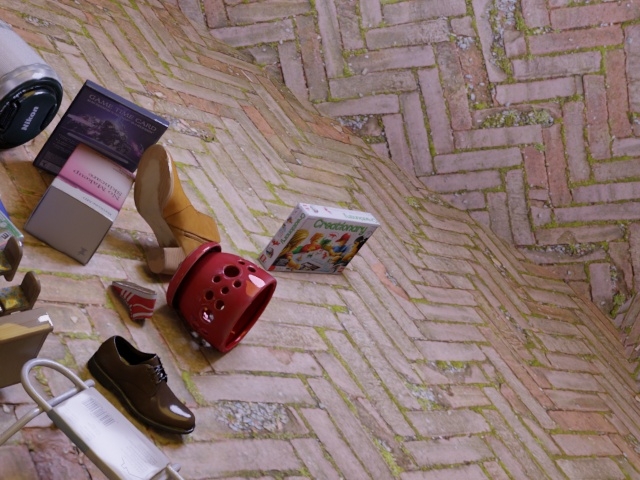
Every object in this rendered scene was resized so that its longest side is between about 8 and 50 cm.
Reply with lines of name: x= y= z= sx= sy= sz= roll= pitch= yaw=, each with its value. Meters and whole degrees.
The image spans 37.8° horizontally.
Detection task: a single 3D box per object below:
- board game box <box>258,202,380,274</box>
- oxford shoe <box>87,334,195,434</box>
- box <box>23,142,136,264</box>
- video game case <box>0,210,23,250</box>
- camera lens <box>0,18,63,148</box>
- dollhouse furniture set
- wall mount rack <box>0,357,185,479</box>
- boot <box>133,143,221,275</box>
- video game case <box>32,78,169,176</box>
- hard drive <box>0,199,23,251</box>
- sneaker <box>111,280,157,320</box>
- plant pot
board game box: x=0.000 y=0.000 z=2.437 sx=0.305 sy=0.193 sz=0.053 roll=5 pitch=39 yaw=-51
oxford shoe: x=-0.305 y=0.257 z=1.663 sx=0.227 sy=0.096 sz=0.083 roll=40 pitch=22 yaw=0
box: x=-0.498 y=-0.082 z=1.962 sx=0.148 sy=0.127 sz=0.232 roll=32 pitch=24 yaw=-15
video game case: x=-0.667 y=-0.041 z=1.650 sx=0.212 sy=0.023 sz=0.193 roll=46 pitch=41 yaw=11
camera lens: x=-0.715 y=-0.351 z=2.028 sx=0.274 sy=0.219 sz=0.219 roll=44 pitch=24 yaw=14
dollhouse furniture set: x=-0.539 y=0.096 z=1.474 sx=0.212 sy=0.161 sz=0.242 roll=-14 pitch=62 yaw=-42
wall mount rack: x=-0.367 y=0.347 z=1.385 sx=0.350 sy=0.130 sz=0.304 roll=42 pitch=20 yaw=9
boot: x=-0.310 y=-0.061 z=2.091 sx=0.211 sy=0.104 sz=0.295 roll=0 pitch=87 yaw=-62
video game case: x=-0.481 y=-0.211 z=2.040 sx=0.196 sy=0.274 sz=0.026 roll=27 pitch=40 yaw=-24
hard drive: x=-0.720 y=-0.098 z=1.786 sx=0.210 sy=0.040 sz=0.319 roll=8 pitch=38 yaw=-49
sneaker: x=-0.379 y=0.122 z=1.881 sx=0.118 sy=0.067 sz=0.042 roll=17 pitch=12 yaw=35
plant pot: x=-0.212 y=0.112 z=1.952 sx=0.174 sy=0.191 sz=0.191 roll=34 pitch=22 yaw=12
